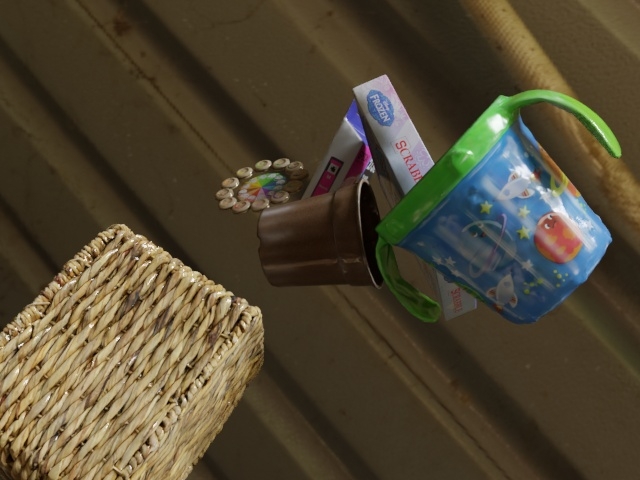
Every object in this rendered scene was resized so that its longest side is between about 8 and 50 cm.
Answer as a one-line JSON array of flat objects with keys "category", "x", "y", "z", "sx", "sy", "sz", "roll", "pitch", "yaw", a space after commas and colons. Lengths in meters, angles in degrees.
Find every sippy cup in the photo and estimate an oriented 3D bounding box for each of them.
[{"category": "sippy cup", "x": 0.226, "y": -0.022, "z": 0.982, "sx": 0.224, "sy": 0.240, "sz": 0.305, "roll": 44, "pitch": -25, "yaw": 2}]

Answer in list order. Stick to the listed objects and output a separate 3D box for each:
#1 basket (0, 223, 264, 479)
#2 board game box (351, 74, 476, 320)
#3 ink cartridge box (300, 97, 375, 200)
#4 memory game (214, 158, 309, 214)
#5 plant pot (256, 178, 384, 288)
[{"category": "basket", "x": -0.234, "y": 0.171, "z": 0.908, "sx": 0.223, "sy": 0.299, "sz": 0.213, "roll": 29, "pitch": -28, "yaw": 14}, {"category": "board game box", "x": 0.163, "y": -0.062, "z": 1.319, "sx": 0.066, "sy": 0.318, "sz": 0.317, "roll": -24, "pitch": -118, "yaw": 1}, {"category": "ink cartridge box", "x": 0.029, "y": -0.096, "z": 1.480, "sx": 0.069, "sy": 0.176, "sz": 0.370, "roll": 27, "pitch": -84, "yaw": 15}, {"category": "memory game", "x": -0.113, "y": -0.105, "z": 1.478, "sx": 0.186, "sy": 0.186, "sz": 0.012, "roll": 5, "pitch": -50, "yaw": 31}, {"category": "plant pot", "x": 0.000, "y": 0.000, "z": 1.186, "sx": 0.165, "sy": 0.167, "sz": 0.166, "roll": -8, "pitch": -79, "yaw": 14}]
